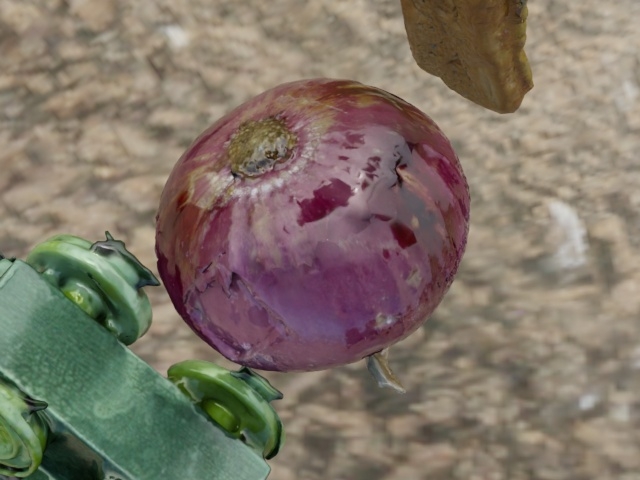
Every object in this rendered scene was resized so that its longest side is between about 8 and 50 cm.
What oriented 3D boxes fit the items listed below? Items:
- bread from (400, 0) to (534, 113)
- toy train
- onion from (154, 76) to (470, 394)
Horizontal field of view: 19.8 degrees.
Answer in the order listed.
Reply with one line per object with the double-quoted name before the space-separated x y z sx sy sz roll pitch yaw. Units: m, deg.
"bread" 0.145 -0.216 1.761 0.139 0.271 0.077 31 76 21
"toy train" -0.149 0.120 1.148 0.271 0.188 0.159 41 57 -8
"onion" -0.004 -0.008 1.008 0.177 0.153 0.177 -6 69 16
